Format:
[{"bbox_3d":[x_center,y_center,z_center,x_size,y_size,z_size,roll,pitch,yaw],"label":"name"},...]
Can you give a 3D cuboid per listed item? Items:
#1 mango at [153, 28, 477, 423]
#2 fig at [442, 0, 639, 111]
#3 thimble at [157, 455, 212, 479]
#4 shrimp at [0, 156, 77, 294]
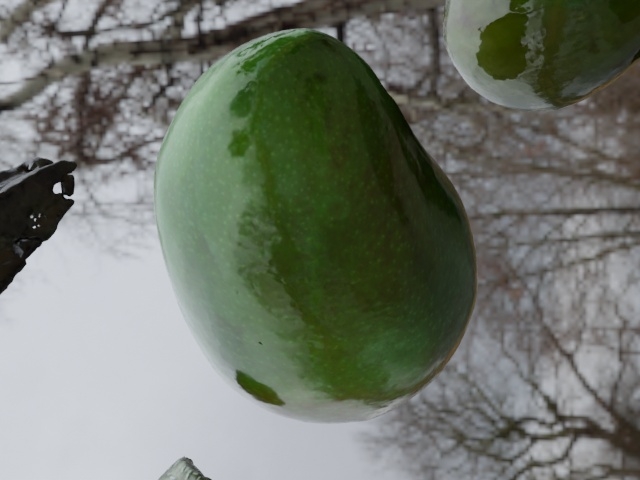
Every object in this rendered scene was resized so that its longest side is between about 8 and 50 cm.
[{"bbox_3d":[0.000,0.000,0.894,0.382,0.225,0.201,79,-167,-51],"label":"mango"},{"bbox_3d":[0.197,-0.195,0.998,0.181,0.191,0.181,4,-95,-47],"label":"fig"},{"bbox_3d":[-0.103,0.229,1.020,0.062,0.110,0.084,-48,-54,-10],"label":"thimble"},{"bbox_3d":[-0.214,0.029,0.444,0.272,0.085,0.445,-60,-8,32],"label":"shrimp"}]
